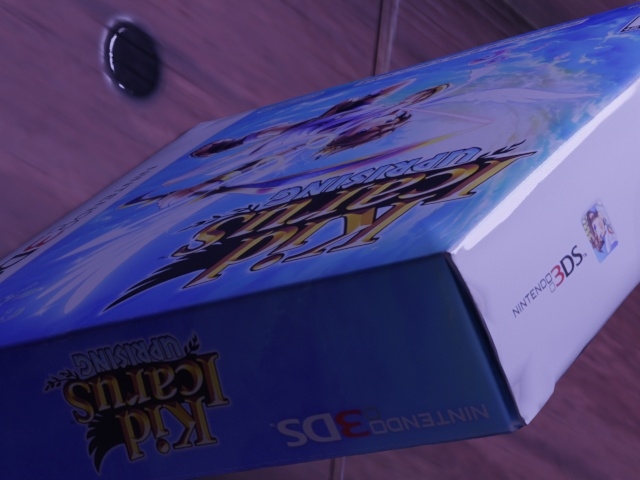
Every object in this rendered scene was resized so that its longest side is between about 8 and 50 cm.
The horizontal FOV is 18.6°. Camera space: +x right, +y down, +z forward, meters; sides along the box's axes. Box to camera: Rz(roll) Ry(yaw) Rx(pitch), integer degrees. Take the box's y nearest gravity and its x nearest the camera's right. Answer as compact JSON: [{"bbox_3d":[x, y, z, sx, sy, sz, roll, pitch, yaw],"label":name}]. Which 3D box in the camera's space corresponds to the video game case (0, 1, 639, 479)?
[{"bbox_3d":[0.000,0.000,0.689,0.244,0.270,0.061,-41,113,-50],"label":"video game case"}]
